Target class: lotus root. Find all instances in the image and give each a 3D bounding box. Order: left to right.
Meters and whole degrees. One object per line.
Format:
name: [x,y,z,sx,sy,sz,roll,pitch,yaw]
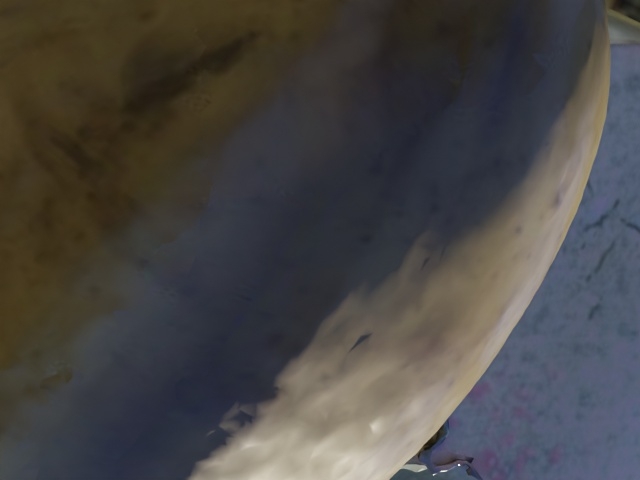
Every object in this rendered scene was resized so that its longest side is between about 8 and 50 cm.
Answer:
lotus root: [-0.071,0.013,0.451,0.310,0.183,0.183,-47,172,12]

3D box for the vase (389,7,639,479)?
vase: [0.000,0.000,0.880,0.445,0.250,0.250,10,-114,58]
